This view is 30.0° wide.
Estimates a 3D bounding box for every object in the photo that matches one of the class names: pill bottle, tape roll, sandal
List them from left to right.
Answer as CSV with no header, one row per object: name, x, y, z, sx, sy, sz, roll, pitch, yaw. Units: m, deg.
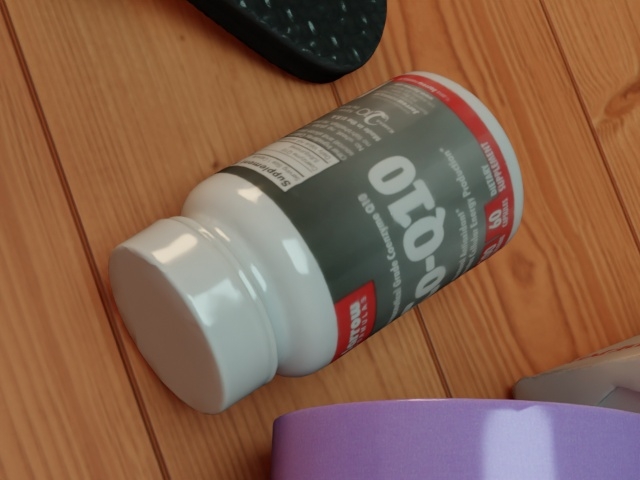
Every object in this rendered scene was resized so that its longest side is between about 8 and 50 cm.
sandal,-0.142,-0.266,0.936,0.445,0.107,0.168,37,62,-26
pill bottle,0.000,0.000,0.880,0.283,0.161,0.161,-31,90,-28
tape roll,0.102,0.173,0.815,0.274,0.275,0.090,8,72,-23

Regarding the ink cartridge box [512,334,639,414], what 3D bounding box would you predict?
ink cartridge box,0.401,0.115,0.964,0.395,0.285,0.166,-16,83,-27
